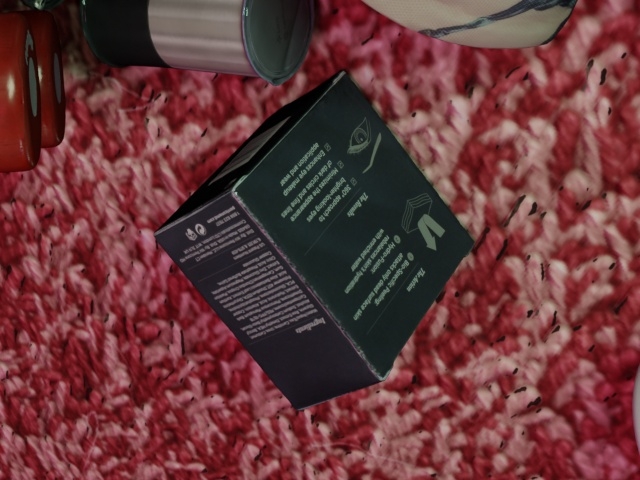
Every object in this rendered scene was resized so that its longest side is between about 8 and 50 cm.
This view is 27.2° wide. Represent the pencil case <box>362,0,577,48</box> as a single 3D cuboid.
[{"bbox_3d":[0.122,-0.267,0.602,0.183,0.160,0.410,52,138,18],"label":"pencil case"}]

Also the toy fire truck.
[{"bbox_3d":[-0.270,-0.177,0.872,0.169,0.302,0.254,-3,101,-4],"label":"toy fire truck"}]

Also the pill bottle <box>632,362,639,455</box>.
[{"bbox_3d":[0.323,0.087,0.754,0.264,0.146,0.146,-26,107,42],"label":"pill bottle"}]

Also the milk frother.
[{"bbox_3d":[-0.099,-0.157,0.840,0.134,0.143,0.129,9,120,30],"label":"milk frother"}]

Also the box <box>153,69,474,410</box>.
[{"bbox_3d":[0.000,0.000,0.888,0.093,0.156,0.158,-27,107,44],"label":"box"}]
